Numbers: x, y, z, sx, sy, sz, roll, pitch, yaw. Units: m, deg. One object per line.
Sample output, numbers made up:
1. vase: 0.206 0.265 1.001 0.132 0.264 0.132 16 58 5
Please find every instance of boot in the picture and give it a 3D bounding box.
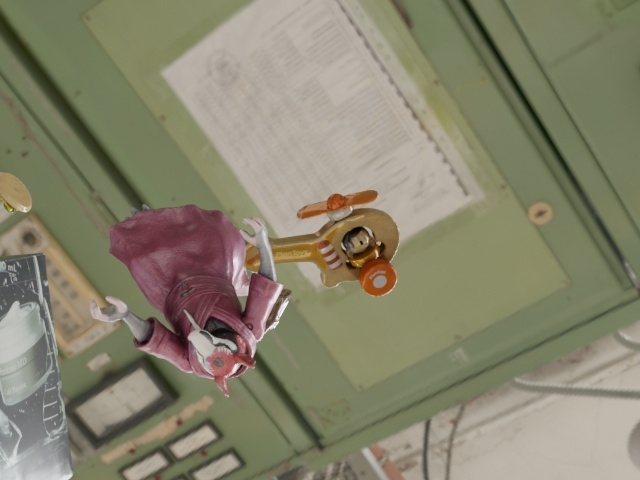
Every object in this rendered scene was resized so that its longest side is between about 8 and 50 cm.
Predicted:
1. boot: -0.113 0.161 1.759 0.106 0.037 0.114 -32 157 -52

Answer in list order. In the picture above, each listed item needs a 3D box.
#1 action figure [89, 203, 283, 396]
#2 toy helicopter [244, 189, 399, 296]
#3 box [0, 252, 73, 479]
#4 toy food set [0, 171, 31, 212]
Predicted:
1. action figure: -0.177 0.101 1.113 0.248 0.276 0.370 -18 -140 -12
2. toy helicopter: 0.000 0.000 1.708 0.354 0.235 0.140 -5 -148 -13
3. box: -0.711 0.286 1.416 0.297 0.472 0.480 -7 -176 13
4. toy food set: -0.529 -0.083 1.361 0.020 0.083 0.082 -32 176 10
